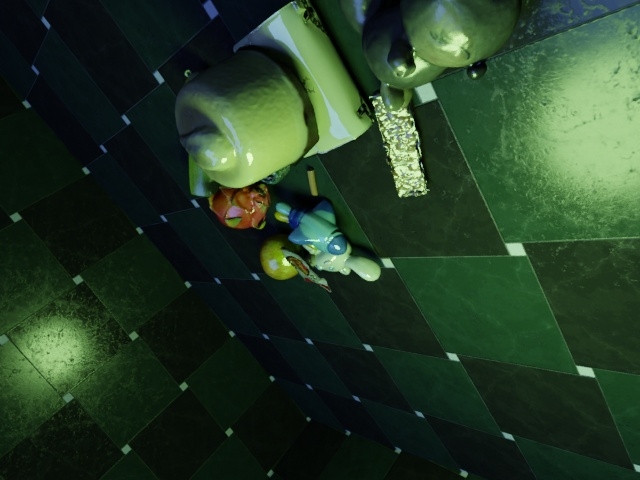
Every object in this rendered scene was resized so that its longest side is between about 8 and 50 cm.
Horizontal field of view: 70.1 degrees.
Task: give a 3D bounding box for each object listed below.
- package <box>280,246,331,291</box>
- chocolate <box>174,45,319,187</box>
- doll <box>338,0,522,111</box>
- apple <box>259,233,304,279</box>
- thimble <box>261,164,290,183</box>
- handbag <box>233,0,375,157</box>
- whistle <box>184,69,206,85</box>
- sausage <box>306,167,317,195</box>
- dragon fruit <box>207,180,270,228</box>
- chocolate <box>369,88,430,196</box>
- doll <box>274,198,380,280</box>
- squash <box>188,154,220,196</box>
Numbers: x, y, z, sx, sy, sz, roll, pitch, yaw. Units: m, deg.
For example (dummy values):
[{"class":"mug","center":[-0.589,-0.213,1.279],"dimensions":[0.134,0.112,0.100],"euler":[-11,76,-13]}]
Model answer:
[{"class":"package","center":[-0.052,0.117,1.762],"dimensions":[0.154,0.030,0.239],"euler":[23,160,40]},{"class":"chocolate","center":[-0.216,-0.286,1.146],"dimensions":[0.314,0.297,0.326],"euler":[55,157,-5]},{"class":"doll","center":[0.183,-0.457,0.830],"dimensions":[0.378,0.252,0.382],"euler":[48,142,-11]},{"class":"apple","center":[-0.154,0.064,1.895],"dimensions":[0.196,0.196,0.196],"euler":[29,146,21]},{"class":"thimble","center":[-0.183,-0.267,1.613],"dimensions":[0.135,0.090,0.118],"euler":[40,151,0]},{"class":"handbag","center":[-0.035,-0.417,1.200],"dimensions":[0.237,0.160,0.358],"euler":[-9,122,47]},{"class":"whistle","center":[-0.378,-0.488,1.550],"dimensions":[0.123,0.123,0.223],"euler":[3,147,46]},{"class":"sausage","center":[-0.027,-0.202,1.582],"dimensions":[0.026,0.026,0.116],"euler":[23,145,29]},{"class":"dragon fruit","center":[-0.302,-0.148,1.776],"dimensions":[0.227,0.224,0.224],"euler":[-6,132,12]},{"class":"chocolate","center":[0.215,-0.258,1.203],"dimensions":[0.102,0.065,0.329],"euler":[-11,127,15]},{"class":"doll","center":[-0.003,0.006,1.654],"dimensions":[0.376,0.187,0.365],"euler":[-12,128,36]},{"class":"squash","center":[-0.431,-0.321,1.880],"dimensions":[0.111,0.203,0.288],"euler":[14,104,39]}]
